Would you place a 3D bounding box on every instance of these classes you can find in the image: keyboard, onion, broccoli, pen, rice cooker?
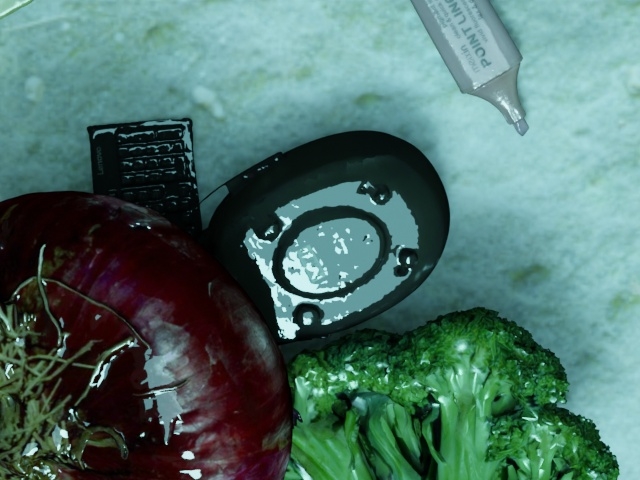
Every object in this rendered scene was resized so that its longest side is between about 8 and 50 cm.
[{"bbox_3d":[-0.129,0.030,1.449,0.087,0.017,0.250,-5,104,0],"label":"keyboard"},{"bbox_3d":[-0.152,0.111,1.315,0.314,0.232,0.314,11,111,30],"label":"onion"},{"bbox_3d":[0.067,0.186,1.367,0.294,0.245,0.265,-37,121,14],"label":"broccoli"},{"bbox_3d":[0.104,-0.163,1.394,0.053,0.032,0.197,-31,100,7],"label":"pen"},{"bbox_3d":[-0.001,0.000,1.389,0.203,0.118,0.142,-27,103,3],"label":"rice cooker"}]

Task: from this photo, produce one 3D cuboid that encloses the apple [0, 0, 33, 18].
[{"bbox_3d":[-0.286,-0.317,1.231,0.360,0.320,0.311,-12,65,-3],"label":"apple"}]
